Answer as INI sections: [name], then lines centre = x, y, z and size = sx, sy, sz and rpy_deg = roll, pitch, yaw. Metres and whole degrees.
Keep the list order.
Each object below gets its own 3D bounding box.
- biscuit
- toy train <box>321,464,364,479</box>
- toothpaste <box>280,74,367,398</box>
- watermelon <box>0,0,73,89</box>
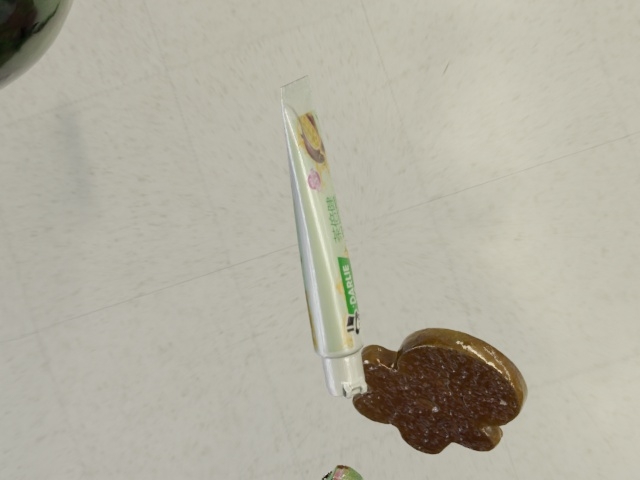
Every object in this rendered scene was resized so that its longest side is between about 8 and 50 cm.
[biscuit]
centre = 0.126, 0.160, 1.207
size = 0.180, 0.236, 0.039
rpy_deg = 36, 57, -7
[toy train]
centre = -0.006, 0.281, 1.085
size = 0.038, 0.148, 0.071
rpy_deg = 40, 129, -7
[toothpaste]
centre = 0.000, 0.000, 1.112
size = 0.056, 0.058, 0.314
rpy_deg = -15, 105, -22
[watermelon]
centre = -0.298, -0.215, 0.830
size = 0.242, 0.242, 0.242
rpy_deg = 0, 90, 2
